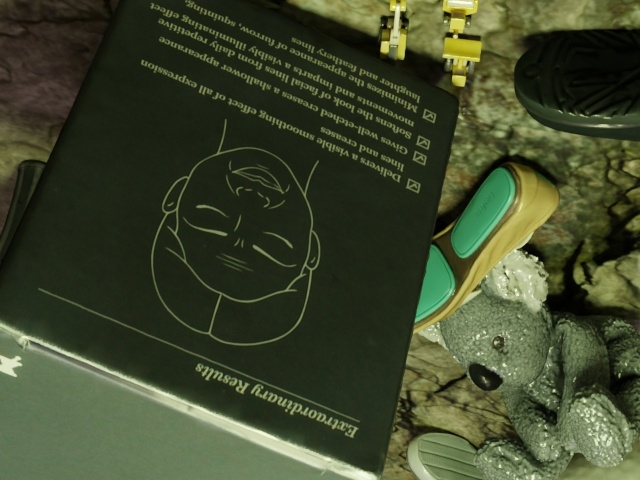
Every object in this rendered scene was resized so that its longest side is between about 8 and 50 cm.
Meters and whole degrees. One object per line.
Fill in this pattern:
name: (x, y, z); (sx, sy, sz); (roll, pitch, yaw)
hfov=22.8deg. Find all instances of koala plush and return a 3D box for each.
koala plush: (0.204, 0.112, 1.599); (0.221, 0.203, 0.196); (40, 139, -10)

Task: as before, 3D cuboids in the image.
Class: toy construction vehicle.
toy construction vehicle: (0.090, -0.163, 1.296); (0.086, 0.035, 0.098); (7, 147, -1)

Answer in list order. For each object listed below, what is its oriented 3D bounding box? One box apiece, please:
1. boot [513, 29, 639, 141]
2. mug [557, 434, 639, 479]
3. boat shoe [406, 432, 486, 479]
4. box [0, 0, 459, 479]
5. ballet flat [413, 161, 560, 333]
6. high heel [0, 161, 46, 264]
boot: (0.285, -0.076, 1.336); (0.246, 0.094, 0.207); (-3, 142, 3)
mug: (0.383, 0.349, 1.818); (0.328, 0.276, 0.374); (-8, -178, 10)
boat shoe: (0.177, 0.302, 1.938); (0.226, 0.083, 0.076); (29, 140, -31)
box: (-0.089, 0.022, 1.237); (0.293, 0.395, 0.212); (24, 138, -9)
ballet flat: (0.141, 0.019, 1.495); (0.073, 0.080, 0.232); (11, 136, -36)
high heel: (-0.274, 0.069, 1.576); (0.093, 0.186, 0.261); (0, 146, 10)
